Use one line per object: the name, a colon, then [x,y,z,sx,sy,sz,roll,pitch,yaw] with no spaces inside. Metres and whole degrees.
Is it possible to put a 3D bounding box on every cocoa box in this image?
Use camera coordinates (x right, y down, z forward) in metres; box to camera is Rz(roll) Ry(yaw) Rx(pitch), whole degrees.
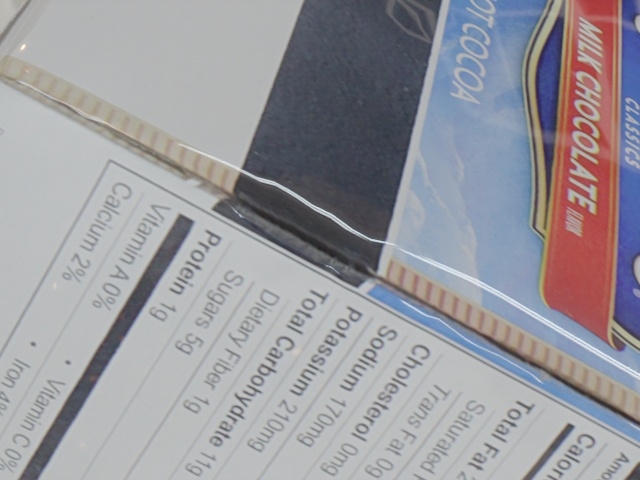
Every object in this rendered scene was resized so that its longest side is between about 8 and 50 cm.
cocoa box: [0.000,0.000,0.566,0.231,0.228,0.347,-56,-169,33]
